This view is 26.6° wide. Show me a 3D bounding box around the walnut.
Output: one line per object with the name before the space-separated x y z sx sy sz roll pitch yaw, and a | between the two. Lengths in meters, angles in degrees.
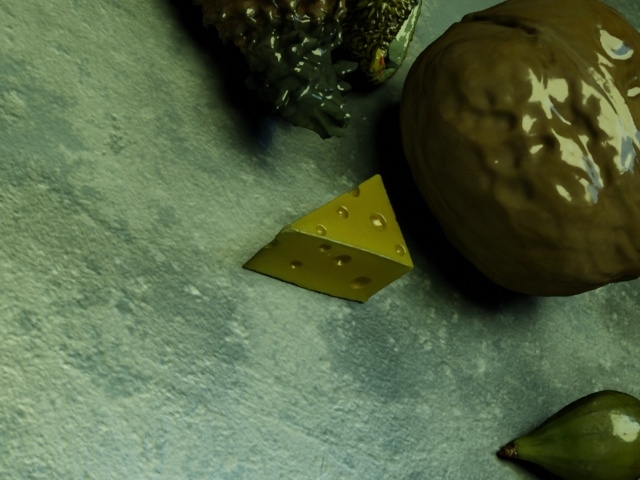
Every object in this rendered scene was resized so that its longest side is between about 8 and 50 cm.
walnut | 0.286 -0.119 1.706 0.354 0.308 0.398 -26 80 -14

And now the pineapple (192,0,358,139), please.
pineapple | -0.042 -0.268 1.604 0.223 0.223 0.357 -5 75 -43

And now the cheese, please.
cheese | 0.000 0.000 1.524 0.171 0.093 0.126 -3 66 -41

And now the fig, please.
fig | 0.315 0.258 1.633 0.185 0.133 0.127 -29 101 -10

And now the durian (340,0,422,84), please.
durian | 0.059 -0.307 1.747 0.137 0.193 0.237 12 49 4
